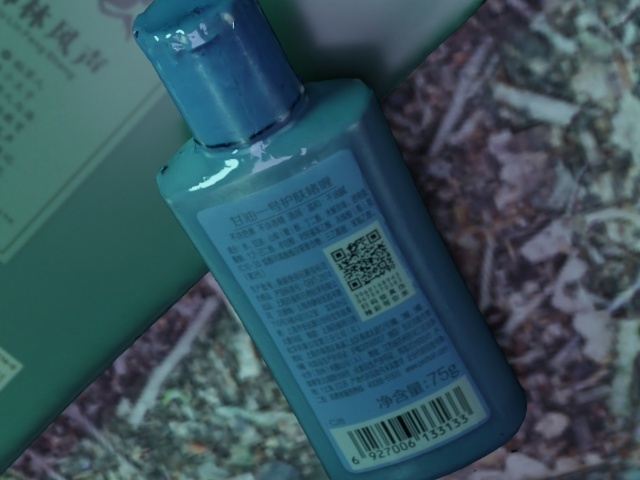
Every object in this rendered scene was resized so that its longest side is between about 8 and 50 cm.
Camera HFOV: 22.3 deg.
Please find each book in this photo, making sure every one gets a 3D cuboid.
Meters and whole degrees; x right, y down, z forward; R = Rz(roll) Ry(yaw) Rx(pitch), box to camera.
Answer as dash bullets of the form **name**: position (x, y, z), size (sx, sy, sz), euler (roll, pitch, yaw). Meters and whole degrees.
- **book**: position (-0.131, -0.085, 0.734), size (0.264, 0.031, 0.379), euler (43, 110, -13)

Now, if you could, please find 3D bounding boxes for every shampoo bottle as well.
- **shampoo bottle**: position (0.000, 0.000, 0.715), size (0.103, 0.061, 0.258), euler (-23, 121, 10)
